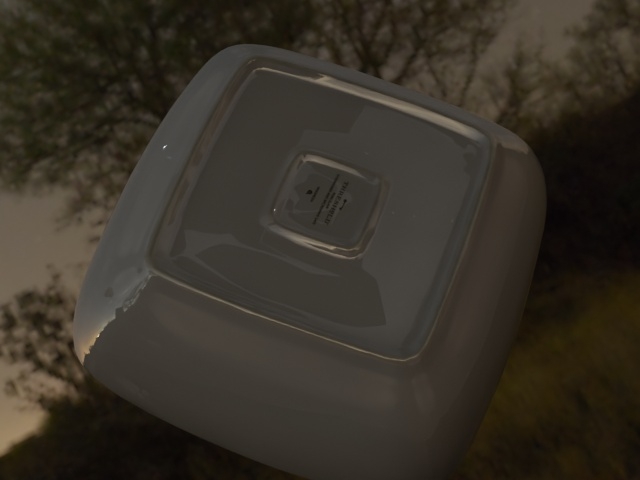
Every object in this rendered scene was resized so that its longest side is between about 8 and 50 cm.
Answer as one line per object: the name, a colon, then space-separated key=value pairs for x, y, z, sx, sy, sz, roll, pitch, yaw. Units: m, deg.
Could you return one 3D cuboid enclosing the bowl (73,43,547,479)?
bowl: x=0.000 y=0.000 z=0.432 sx=0.053 sy=0.142 sz=0.142 roll=97 pitch=-165 yaw=-62
